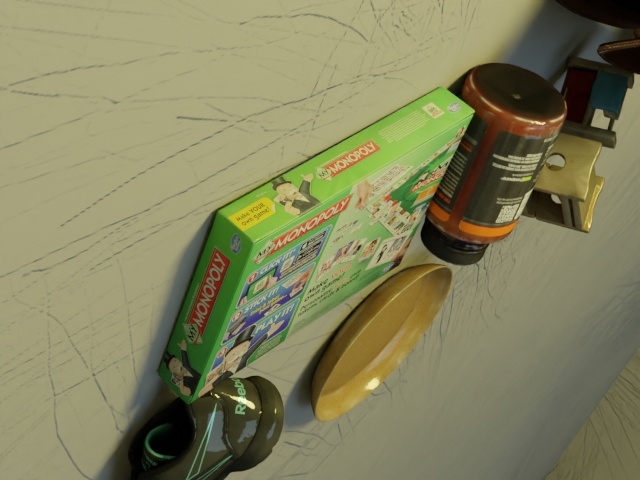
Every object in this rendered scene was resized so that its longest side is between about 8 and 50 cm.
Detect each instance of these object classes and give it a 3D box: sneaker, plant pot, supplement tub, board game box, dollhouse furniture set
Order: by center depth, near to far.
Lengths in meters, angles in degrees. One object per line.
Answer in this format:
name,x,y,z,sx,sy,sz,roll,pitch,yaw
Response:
board game box,0.000,0.000,1.358,0.317,0.046,0.213,-31,154,-43
sneaker,-0.146,0.219,1.421,0.106,0.101,0.267,13,125,-39
supplement tub,0.162,-0.070,1.478,0.106,0.106,0.198,-29,148,-46
dollhouse furniture set,0.250,-0.125,1.609,0.129,0.129,0.184,53,54,-71
plant pot,0.066,0.113,1.748,0.236,0.032,0.236,-42,159,-20

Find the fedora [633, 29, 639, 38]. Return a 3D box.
fedora,0.428,-0.256,1.777,0.194,0.079,0.194,-49,165,-18

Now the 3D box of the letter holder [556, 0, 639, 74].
letter holder,0.369,-0.185,1.512,0.302,0.214,0.152,0,85,-63
